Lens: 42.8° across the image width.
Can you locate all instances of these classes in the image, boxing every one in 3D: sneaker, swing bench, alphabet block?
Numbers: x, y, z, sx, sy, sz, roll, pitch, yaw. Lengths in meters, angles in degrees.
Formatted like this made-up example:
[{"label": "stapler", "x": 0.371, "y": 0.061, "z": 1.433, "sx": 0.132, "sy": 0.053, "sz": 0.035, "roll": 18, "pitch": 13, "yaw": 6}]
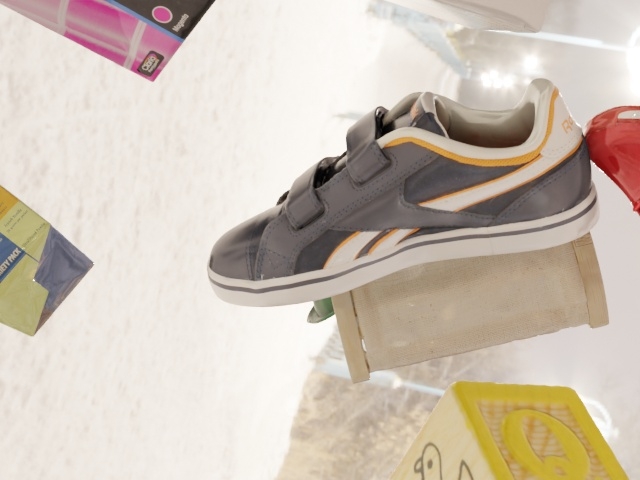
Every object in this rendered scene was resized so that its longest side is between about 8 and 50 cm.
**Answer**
[{"label": "sneaker", "x": 0.286, "y": -0.004, "z": 0.616, "sx": 0.128, "sy": 0.221, "sz": 0.087, "roll": -66, "pitch": -172, "yaw": -24}, {"label": "sneaker", "x": 0.047, "y": -0.043, "z": 0.652, "sx": 0.126, "sy": 0.321, "sz": 0.127, "roll": -83, "pitch": 156, "yaw": -60}, {"label": "swing bench", "x": 0.135, "y": 0.014, "z": 0.882, "sx": 0.254, "sy": 0.253, "sz": 0.165, "roll": -89, "pitch": 166, "yaw": -80}, {"label": "alphabet block", "x": 0.225, "y": 0.304, "z": 0.978, "sx": 0.197, "sy": 0.193, "sz": 0.192, "roll": -66, "pitch": -149, "yaw": 33}]

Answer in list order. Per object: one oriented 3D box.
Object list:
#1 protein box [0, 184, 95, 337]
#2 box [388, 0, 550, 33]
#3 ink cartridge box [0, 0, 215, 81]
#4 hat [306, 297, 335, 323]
[{"label": "protein box", "x": -0.437, "y": 0.000, "z": 1.063, "sx": 0.136, "sy": 0.201, "sz": 0.200, "roll": -52, "pitch": 170, "yaw": -12}, {"label": "box", "x": 0.131, "y": -0.306, "z": 0.765, "sx": 0.119, "sy": 0.181, "sz": 0.182, "roll": -132, "pitch": -124, "yaw": -69}, {"label": "ink cartridge box", "x": -0.310, "y": -0.332, "z": 0.925, "sx": 0.176, "sy": 0.371, "sz": 0.069, "roll": -38, "pitch": -145, "yaw": 43}, {"label": "hat", "x": 0.000, "y": 0.000, "z": 1.271, "sx": 0.208, "sy": 0.183, "sz": 0.173, "roll": -37, "pitch": -169, "yaw": 24}]
